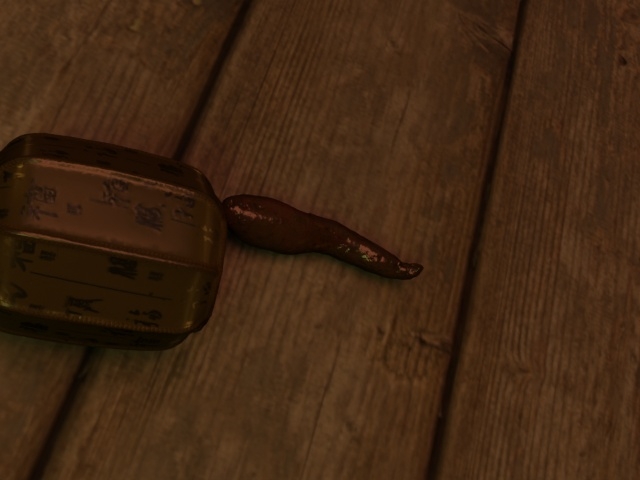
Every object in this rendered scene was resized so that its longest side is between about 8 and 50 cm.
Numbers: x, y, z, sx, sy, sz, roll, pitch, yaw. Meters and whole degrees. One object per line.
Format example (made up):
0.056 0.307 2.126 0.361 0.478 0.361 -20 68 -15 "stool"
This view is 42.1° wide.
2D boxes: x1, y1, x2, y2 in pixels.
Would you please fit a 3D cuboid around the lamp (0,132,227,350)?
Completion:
-0.173 0.004 0.649 0.185 0.161 0.161 10 64 -19 "lamp"

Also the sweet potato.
0.000 0.000 0.801 0.214 0.050 0.050 17 61 -23 "sweet potato"
